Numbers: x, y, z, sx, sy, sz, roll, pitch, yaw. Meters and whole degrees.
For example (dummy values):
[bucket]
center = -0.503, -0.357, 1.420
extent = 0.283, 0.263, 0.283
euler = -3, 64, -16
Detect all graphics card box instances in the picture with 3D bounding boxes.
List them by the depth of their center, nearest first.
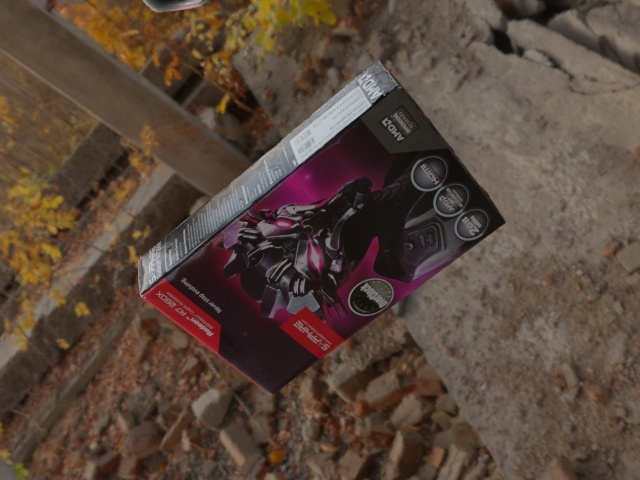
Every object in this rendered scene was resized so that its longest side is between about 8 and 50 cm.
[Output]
[graphics card box]
center = 0.000, 0.000, 0.852
extent = 0.371, 0.233, 0.094
euler = -38, 32, 11

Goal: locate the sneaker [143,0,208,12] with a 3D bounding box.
[sneaker]
center = -0.102, -0.278, 0.663
extent = 0.131, 0.112, 0.319
euler = -41, 10, -9
